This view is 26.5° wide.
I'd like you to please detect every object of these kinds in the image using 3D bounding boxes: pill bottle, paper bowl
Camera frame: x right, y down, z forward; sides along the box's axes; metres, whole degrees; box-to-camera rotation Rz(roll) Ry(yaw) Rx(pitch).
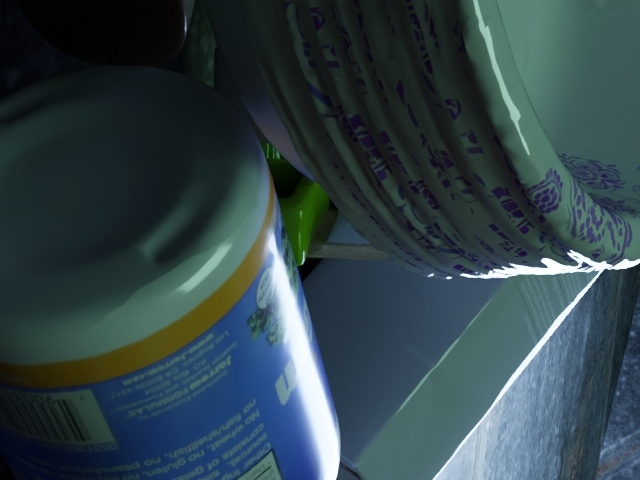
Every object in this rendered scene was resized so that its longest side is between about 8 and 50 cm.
[{"bbox_3d":[-0.073,0.068,0.619,0.272,0.152,0.152,75,31,-47],"label":"pill bottle"},{"bbox_3d":[0.057,-0.123,0.581,0.284,0.148,0.284,17,70,-55],"label":"paper bowl"}]

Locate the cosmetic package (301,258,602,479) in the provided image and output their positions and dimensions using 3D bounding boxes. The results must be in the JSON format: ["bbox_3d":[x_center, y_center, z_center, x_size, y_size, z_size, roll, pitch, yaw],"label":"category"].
[{"bbox_3d":[0.065,0.051,0.892,0.238,0.127,0.107,-49,142,-12],"label":"cosmetic package"}]

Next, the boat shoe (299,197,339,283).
[{"bbox_3d":[0.000,0.000,0.933,0.049,0.056,0.152,-15,125,-39],"label":"boat shoe"}]

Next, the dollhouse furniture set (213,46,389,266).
[{"bbox_3d":[0.029,-0.154,0.738,0.197,0.151,0.301,-64,157,-69],"label":"dollhouse furniture set"}]

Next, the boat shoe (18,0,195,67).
[{"bbox_3d":[-0.096,-0.197,0.538,0.285,0.105,0.089,92,10,-51],"label":"boat shoe"}]
